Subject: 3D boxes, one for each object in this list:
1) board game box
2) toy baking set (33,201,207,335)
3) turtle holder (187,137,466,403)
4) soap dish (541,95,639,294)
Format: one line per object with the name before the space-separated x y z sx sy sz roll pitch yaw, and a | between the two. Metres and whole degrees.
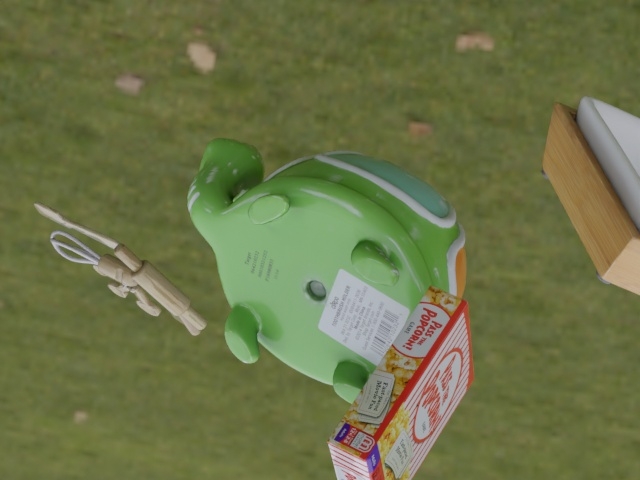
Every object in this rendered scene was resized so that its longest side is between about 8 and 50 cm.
board game box | 0.081 0.161 1.584 0.045 0.193 0.147 23 152 23
toy baking set | -0.258 0.044 2.112 0.196 0.030 0.256 7 148 50
turtle holder | 0.008 0.018 1.781 0.320 0.227 0.243 4 117 31
soap dish | 0.404 -0.035 2.010 0.229 0.291 0.118 21 120 -26
